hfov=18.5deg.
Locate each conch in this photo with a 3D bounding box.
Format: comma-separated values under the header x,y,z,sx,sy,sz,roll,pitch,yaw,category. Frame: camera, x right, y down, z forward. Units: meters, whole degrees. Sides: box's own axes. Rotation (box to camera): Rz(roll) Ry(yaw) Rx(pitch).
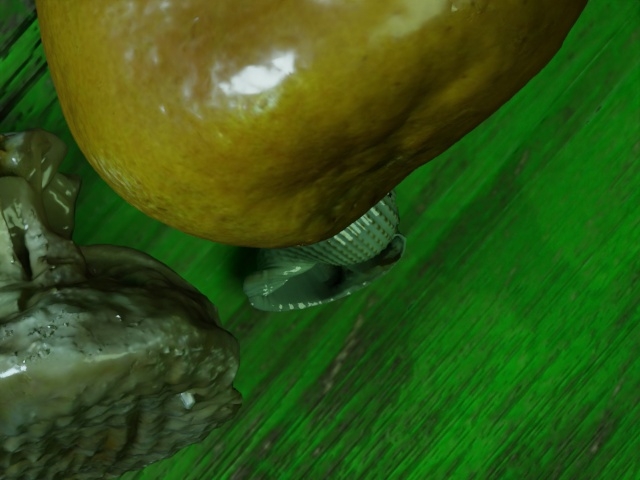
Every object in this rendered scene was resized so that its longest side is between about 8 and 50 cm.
x,y,z,sx,sy,sz,roll,pitch,yaw,category
0.000,-0.004,0.939,0.085,0.057,0.076,-21,149,11,conch

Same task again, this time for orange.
x,y,z,sx,sy,sz,roll,pitch,yaw,category
-0.009,-0.118,0.769,0.183,0.249,0.249,37,90,-25,orange

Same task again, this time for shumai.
x,y,z,sx,sy,sz,roll,pitch,yaw,category
-0.128,0.028,0.818,0.161,0.209,0.153,-17,78,-22,shumai
